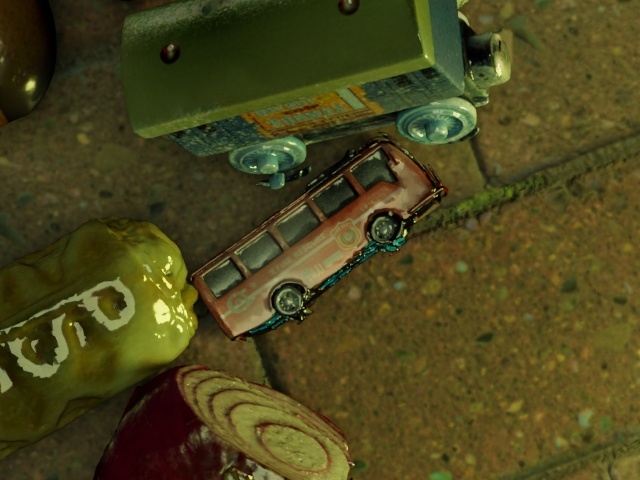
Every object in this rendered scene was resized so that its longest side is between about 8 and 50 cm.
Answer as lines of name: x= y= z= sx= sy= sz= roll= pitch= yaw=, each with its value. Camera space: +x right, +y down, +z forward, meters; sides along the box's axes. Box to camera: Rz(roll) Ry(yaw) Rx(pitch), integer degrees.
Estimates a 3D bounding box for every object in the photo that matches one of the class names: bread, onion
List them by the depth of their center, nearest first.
onion: x=-0.098 y=0.230 z=1.681 sx=0.206 sy=0.216 sz=0.207 roll=27 pitch=97 yaw=3
bread: x=-0.233 y=0.083 z=1.713 sx=0.268 sy=0.130 sz=0.152 roll=-29 pitch=83 yaw=2

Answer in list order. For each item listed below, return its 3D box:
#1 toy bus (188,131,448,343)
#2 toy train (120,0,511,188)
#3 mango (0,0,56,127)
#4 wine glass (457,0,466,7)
toy bus: x=0.000 y=0.000 z=1.751 sx=0.235 sy=0.073 sz=0.096 roll=-38 pitch=84 yaw=0
toy train: x=-0.005 y=-0.145 z=1.648 sx=0.300 sy=0.202 sz=0.131 roll=-13 pitch=66 yaw=22
mango: x=-0.346 y=-0.213 z=1.706 sx=0.201 sy=0.152 sz=0.287 roll=-39 pitch=92 yaw=-9
wine glass: x=0.155 y=-0.300 z=1.715 sx=0.196 sy=0.165 sz=0.165 roll=-22 pitch=90 yaw=-7
